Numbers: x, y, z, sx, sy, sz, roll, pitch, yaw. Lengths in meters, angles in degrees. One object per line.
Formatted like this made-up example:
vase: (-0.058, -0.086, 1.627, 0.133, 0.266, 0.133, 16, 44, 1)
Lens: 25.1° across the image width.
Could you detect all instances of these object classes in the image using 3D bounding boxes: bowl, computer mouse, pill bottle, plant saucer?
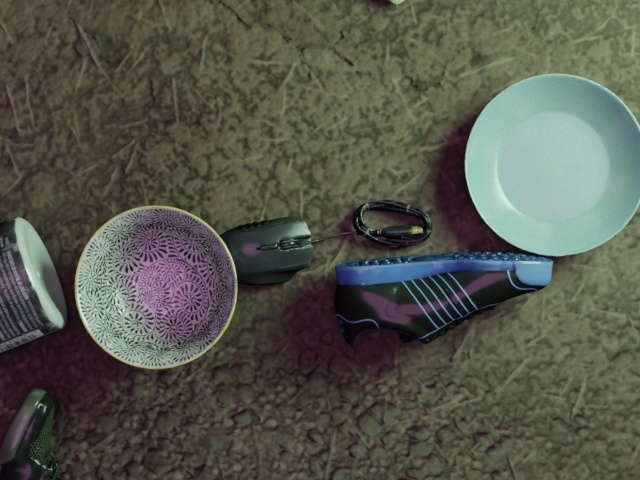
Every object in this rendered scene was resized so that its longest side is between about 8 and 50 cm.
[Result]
bowl: (-0.169, 0.050, 1.521, 0.170, 0.080, 0.170, 0, 87, 3)
computer mouse: (0.000, 0.000, 1.537, 0.242, 0.041, 0.071, -12, 86, 1)
pill bottle: (-0.402, 0.077, 1.503, 0.246, 0.130, 0.130, -21, 87, 1)
plant saucer: (0.250, -0.079, 1.534, 0.195, 0.037, 0.195, 0, 87, 1)

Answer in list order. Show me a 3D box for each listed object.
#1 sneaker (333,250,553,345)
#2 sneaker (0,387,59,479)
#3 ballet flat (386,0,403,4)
sneaker: (0.130, 0.062, 1.516, 0.232, 0.081, 0.090, -3, 97, 4)
sneaker: (-0.288, 0.274, 1.513, 0.130, 0.087, 0.227, 14, 91, 1)
ballet flat: (0.075, -0.341, 1.545, 0.057, 0.052, 0.168, 0, 87, 2)
